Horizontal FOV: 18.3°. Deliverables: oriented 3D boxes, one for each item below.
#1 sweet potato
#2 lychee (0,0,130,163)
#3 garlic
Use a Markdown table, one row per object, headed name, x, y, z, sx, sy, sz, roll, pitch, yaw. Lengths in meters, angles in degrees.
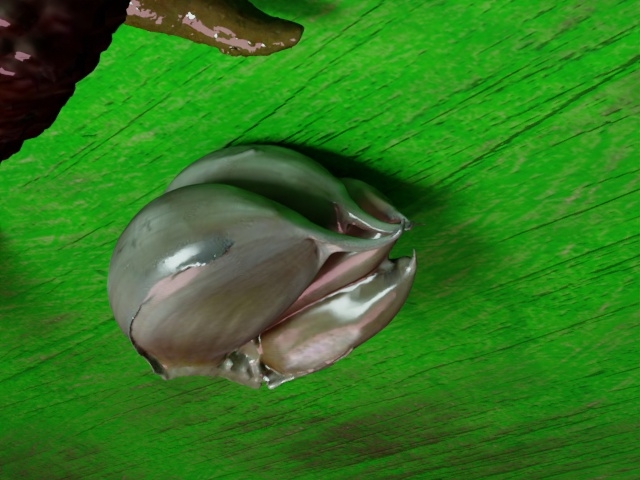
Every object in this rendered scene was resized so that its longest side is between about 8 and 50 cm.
| name | x | y | z | sx | sy | sz | roll | pitch | yaw |
| --- | --- | --- | --- | --- | --- | --- | --- | --- | --- |
| sweet potato | -0.143 | -0.192 | 1.472 | 0.274 | 0.067 | 0.067 | 21 | 157 | 3 |
| lychee | -0.252 | -0.188 | 1.213 | 0.330 | 0.306 | 0.306 | 11 | 162 | -32 |
| garlic | -0.051 | 0.030 | 1.698 | 0.237 | 0.210 | 0.292 | 34 | 130 | -5 |
